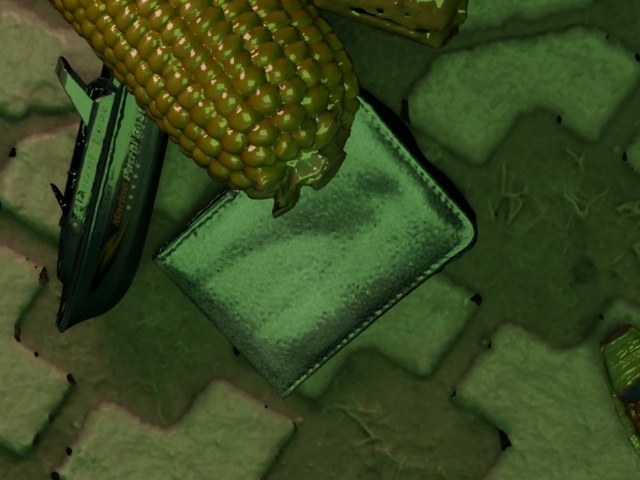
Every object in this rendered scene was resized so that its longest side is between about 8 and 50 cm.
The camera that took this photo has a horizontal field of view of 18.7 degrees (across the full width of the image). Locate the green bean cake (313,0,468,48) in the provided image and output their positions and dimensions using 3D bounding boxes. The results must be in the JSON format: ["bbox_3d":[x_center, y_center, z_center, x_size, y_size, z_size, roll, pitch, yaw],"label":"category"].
[{"bbox_3d":[0.063,-0.264,1.372,0.131,0.224,0.229,14,101,-3],"label":"green bean cake"}]

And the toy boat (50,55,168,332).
[{"bbox_3d":[-0.168,-0.045,1.479,0.103,0.093,0.246,12,103,-13],"label":"toy boat"}]

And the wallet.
[{"bbox_3d":[0.000,-0.001,1.532,0.222,0.036,0.167,-41,103,9],"label":"wallet"}]

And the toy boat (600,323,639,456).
[{"bbox_3d":[0.276,0.145,1.568,0.065,0.066,0.172,-29,105,1],"label":"toy boat"}]

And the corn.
[{"bbox_3d":[-0.119,-0.188,1.358,0.144,0.144,0.387,-40,87,7],"label":"corn"}]
